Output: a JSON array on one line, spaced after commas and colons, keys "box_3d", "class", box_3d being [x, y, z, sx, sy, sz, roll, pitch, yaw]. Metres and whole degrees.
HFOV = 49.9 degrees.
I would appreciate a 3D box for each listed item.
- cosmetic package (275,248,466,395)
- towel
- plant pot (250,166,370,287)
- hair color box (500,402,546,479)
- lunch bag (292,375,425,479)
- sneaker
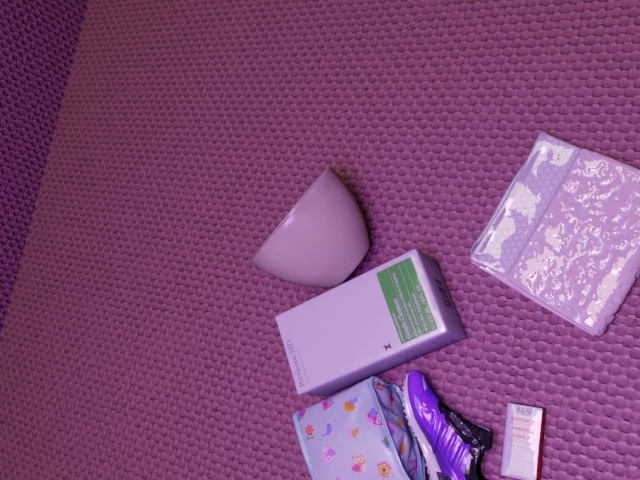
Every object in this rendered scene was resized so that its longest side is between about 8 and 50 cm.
[{"box_3d": [0.107, 0.190, 1.513, 0.365, 0.155, 0.197, -28, 67, 20], "class": "cosmetic package"}, {"box_3d": [0.508, -0.024, 1.398, 0.317, 0.053, 0.332, 32, 95, 31], "class": "towel"}, {"box_3d": [0.000, 0.000, 1.581, 0.191, 0.284, 0.284, 41, 101, -5], "class": "plant pot"}, {"box_3d": [0.401, 0.396, 1.357, 0.072, 0.043, 0.141, 4, 81, 30], "class": "hair color box"}, {"box_3d": [0.090, 0.455, 1.454, 0.223, 0.160, 0.262, -30, 59, 19], "class": "lunch bag"}, {"box_3d": [0.273, 0.394, 1.406, 0.146, 0.102, 0.293, -25, 71, 18], "class": "sneaker"}]
